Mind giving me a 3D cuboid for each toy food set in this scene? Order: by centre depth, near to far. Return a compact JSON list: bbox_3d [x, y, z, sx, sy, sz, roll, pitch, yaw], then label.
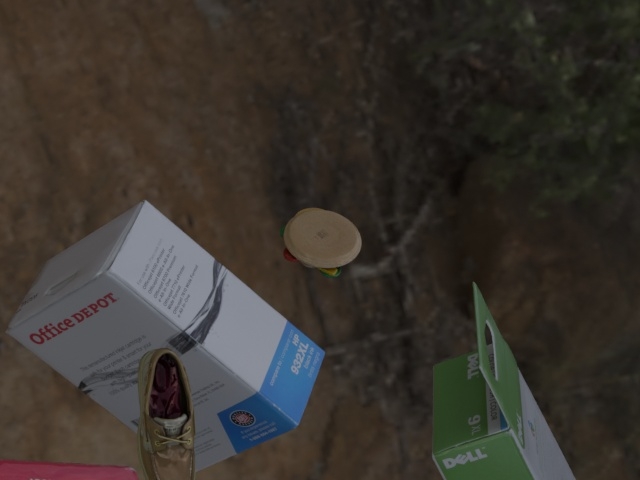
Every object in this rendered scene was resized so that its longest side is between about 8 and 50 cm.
[{"bbox_3d":[0.000,0.000,1.591,0.082,0.083,0.020,-48,159,-40],"label":"toy food set"}]

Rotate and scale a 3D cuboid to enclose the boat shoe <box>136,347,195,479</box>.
[{"bbox_3d":[-0.132,0.158,1.334,0.050,0.045,0.135,-8,80,-17],"label":"boat shoe"}]

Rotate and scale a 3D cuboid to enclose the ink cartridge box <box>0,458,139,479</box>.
[{"bbox_3d":[-0.179,0.311,0.828,0.279,0.160,0.384,13,38,-44],"label":"ink cartridge box"}]

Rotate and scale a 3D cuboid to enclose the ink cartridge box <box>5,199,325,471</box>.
[{"bbox_3d":[-0.186,0.123,1.892,0.307,0.223,0.129,42,46,-21],"label":"ink cartridge box"}]

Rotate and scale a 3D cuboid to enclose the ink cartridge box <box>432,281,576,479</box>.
[{"bbox_3d":[0.125,0.147,1.115,0.109,0.062,0.209,-82,148,-58],"label":"ink cartridge box"}]
